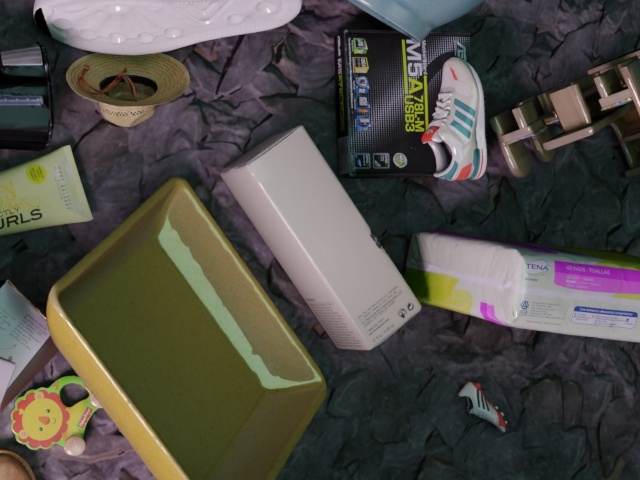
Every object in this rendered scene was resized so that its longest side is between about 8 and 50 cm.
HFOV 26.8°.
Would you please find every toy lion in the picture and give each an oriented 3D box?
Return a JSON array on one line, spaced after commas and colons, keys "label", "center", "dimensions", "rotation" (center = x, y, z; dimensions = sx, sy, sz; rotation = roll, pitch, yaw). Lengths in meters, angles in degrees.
[{"label": "toy lion", "center": [-0.307, 0.200, 1.562], "dimensions": [0.096, 0.034, 0.100], "rotation": [30, 77, -10]}]

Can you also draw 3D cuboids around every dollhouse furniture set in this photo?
[{"label": "dollhouse furniture set", "center": [0.387, -0.146, 1.766], "dimensions": [0.242, 0.212, 0.161], "rotation": [-29, 98, -48]}]

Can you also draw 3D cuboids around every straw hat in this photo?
[{"label": "straw hat", "center": [-0.228, -0.169, 1.590], "dimensions": [0.145, 0.144, 0.061], "rotation": [-9, 130, -22]}]

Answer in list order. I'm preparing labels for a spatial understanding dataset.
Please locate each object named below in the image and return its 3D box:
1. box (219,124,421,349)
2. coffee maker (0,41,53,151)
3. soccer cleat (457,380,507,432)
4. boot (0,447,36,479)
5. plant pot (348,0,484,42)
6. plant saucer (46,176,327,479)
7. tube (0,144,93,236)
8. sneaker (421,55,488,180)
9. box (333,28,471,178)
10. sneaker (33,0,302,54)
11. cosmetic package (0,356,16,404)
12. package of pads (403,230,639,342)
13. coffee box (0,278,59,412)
[{"label": "box", "center": [0.000, 0.000, 1.652], "dimensions": [0.094, 0.113, 0.275], "rotation": [-37, 102, -20]}, {"label": "coffee maker", "center": [-0.396, -0.138, 1.508], "dimensions": [0.178, 0.120, 0.171], "rotation": [-1, 111, -21]}, {"label": "soccer cleat", "center": [0.214, 0.223, 1.773], "dimensions": [0.036, 0.029, 0.083], "rotation": [-37, 98, -11]}, {"label": "boot", "center": [-0.350, 0.385, 1.489], "dimensions": [0.112, 0.115, 0.305], "rotation": [2, 86, -20]}, {"label": "plant pot", "center": [0.099, -0.366, 1.636], "dimensions": [0.293, 0.293, 0.196], "rotation": [29, 97, -18]}, {"label": "plant saucer", "center": [-0.157, 0.133, 1.526], "dimensions": [0.332, 0.081, 0.333], "rotation": [55, 29, -10]}, {"label": "tube", "center": [-0.383, -0.037, 1.528], "dimensions": [0.240, 0.062, 0.070], "rotation": [-17, 134, -27]}, {"label": "sneaker", "center": [0.165, -0.153, 1.708], "dimensions": [0.075, 0.057, 0.161], "rotation": [-9, 95, -29]}, {"label": "box", "center": [0.110, -0.175, 1.740], "dimensions": [0.184, 0.045, 0.190], "rotation": [-1, 88, -21]}, {"label": "sneaker", "center": [-0.181, -0.359, 1.609], "dimensions": [0.323, 0.130, 0.236], "rotation": [-6, 63, -2]}, {"label": "cosmetic package", "center": [-0.435, 0.133, 1.312], "dimensions": [0.238, 0.107, 0.127], "rotation": [27, 79, -28]}, {"label": "package of pads", "center": [0.266, 0.052, 1.656], "dimensions": [0.229, 0.296, 0.101], "rotation": [7, 93, -23]}, {"label": "coffee box", "center": [-0.404, 0.163, 1.463], "dimensions": [0.098, 0.141, 0.246], "rotation": [47, 73, -14]}]
